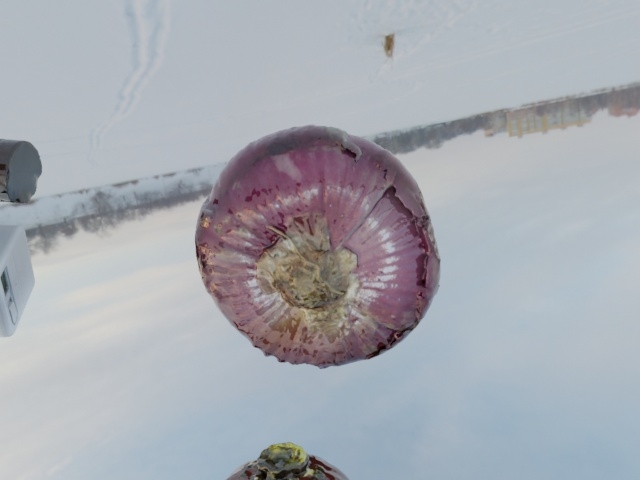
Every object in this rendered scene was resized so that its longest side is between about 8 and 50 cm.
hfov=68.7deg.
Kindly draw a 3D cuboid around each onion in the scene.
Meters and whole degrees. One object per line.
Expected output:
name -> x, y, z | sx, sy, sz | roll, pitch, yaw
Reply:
onion -> 0.000, 0.000, 0.457 | 0.229, 0.230, 0.163 | -9, -156, 11

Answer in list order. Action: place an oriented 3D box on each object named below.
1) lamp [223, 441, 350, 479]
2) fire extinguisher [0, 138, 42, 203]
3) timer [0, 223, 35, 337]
lamp -> -0.022, 0.176, 0.289 | 0.101, 0.090, 0.101 | -3, 180, 0
fire extinguisher -> -0.459, -0.077, 0.512 | 0.267, 0.089, 0.072 | 4, -164, -5
timer -> -0.772, 0.085, 1.030 | 0.194, 0.192, 0.194 | 3, -143, -15
